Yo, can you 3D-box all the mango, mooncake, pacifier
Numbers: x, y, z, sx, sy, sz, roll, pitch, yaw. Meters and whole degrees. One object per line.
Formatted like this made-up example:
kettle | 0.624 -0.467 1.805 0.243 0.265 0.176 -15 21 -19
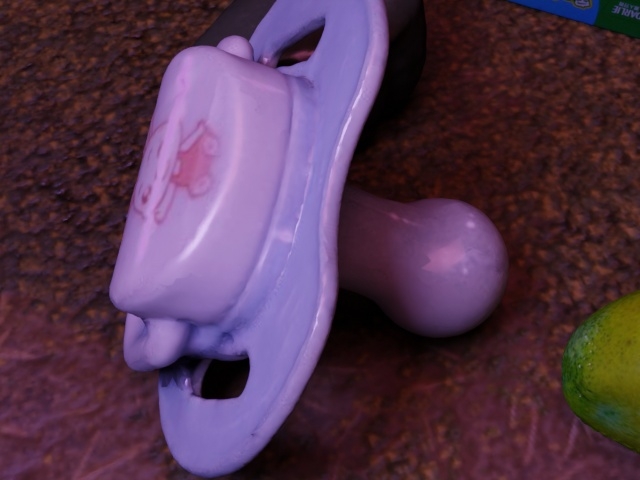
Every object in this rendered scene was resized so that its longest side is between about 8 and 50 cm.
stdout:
mango | 0.217 0.072 0.581 0.179 0.100 0.119 5 54 18
mooncake | -0.009 -0.144 0.766 0.175 0.104 0.168 -32 60 -17
pacifier | 0.000 0.000 0.626 0.226 0.238 0.287 20 71 -21

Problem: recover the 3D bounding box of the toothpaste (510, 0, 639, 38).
toothpaste | 0.152 -0.221 0.847 0.267 0.050 0.065 21 54 19
